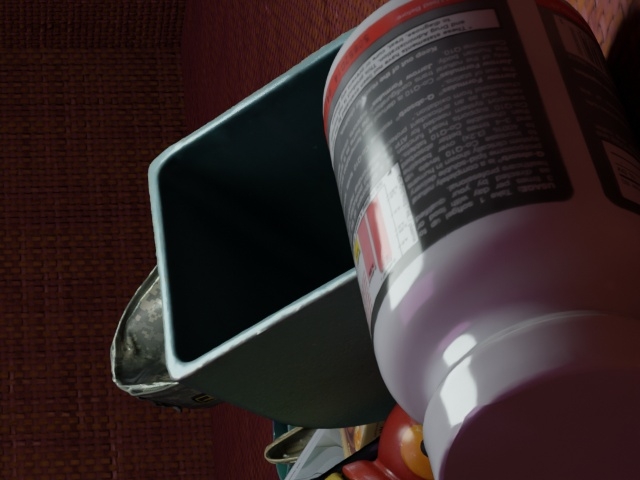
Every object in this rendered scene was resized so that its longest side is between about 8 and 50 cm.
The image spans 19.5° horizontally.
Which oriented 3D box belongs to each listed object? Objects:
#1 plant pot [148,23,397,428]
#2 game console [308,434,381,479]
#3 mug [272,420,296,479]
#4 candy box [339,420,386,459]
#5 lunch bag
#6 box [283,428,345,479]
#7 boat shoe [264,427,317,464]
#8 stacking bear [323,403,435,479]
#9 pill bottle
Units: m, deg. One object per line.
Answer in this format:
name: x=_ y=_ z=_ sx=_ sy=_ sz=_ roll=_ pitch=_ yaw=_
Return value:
plant pot: x=0.032 y=0.023 z=1.599 sx=0.252 sy=0.247 sz=0.248 roll=38 pitch=-149 yaw=-41
game console: x=-0.022 y=0.249 z=1.698 sx=0.213 sy=0.361 sz=0.044 roll=-39 pitch=78 yaw=44
mug: x=-0.002 y=0.249 z=2.327 sx=0.129 sy=0.097 sz=0.158 roll=148 pitch=120 yaw=-78
candy box: x=0.059 y=0.088 z=1.987 sx=0.183 sy=0.087 sz=0.316 roll=101 pitch=165 yaw=-48
lunch bag: x=-0.113 y=0.088 z=2.236 sx=0.287 sy=0.169 sz=0.235 roll=-55 pitch=-17 yaw=1
box: x=-0.024 y=0.355 z=2.076 sx=0.231 sy=0.126 sz=0.262 roll=-57 pitch=-5 yaw=-25
boat shoe: x=0.003 y=0.231 z=2.204 sx=0.048 sy=0.153 sz=0.056 roll=-9 pitch=-100 yaw=-59
stacking bear: x=0.045 y=0.243 z=1.483 sx=0.289 sy=0.175 sz=0.164 roll=-54 pitch=-21 yaw=-1
pill bottle: x=0.126 y=0.007 z=1.240 sx=0.363 sy=0.210 sz=0.210 roll=-101 pitch=14 yaw=-45
